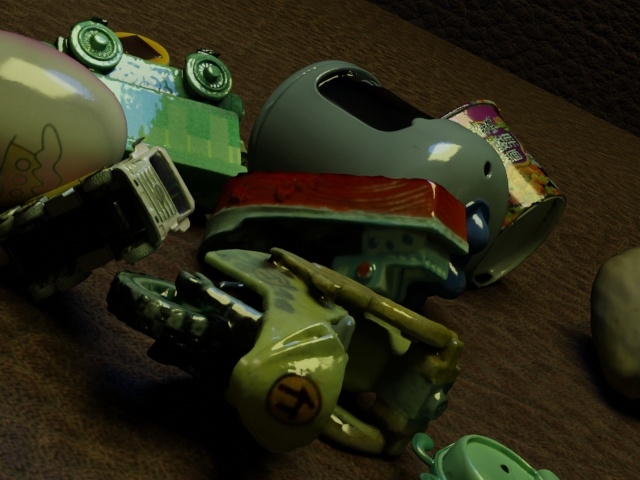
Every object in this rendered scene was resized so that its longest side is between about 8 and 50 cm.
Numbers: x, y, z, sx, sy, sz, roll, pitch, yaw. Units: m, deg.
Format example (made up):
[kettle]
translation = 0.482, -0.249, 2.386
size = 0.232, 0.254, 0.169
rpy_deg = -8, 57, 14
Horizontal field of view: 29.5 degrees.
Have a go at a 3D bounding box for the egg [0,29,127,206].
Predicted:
[egg]
translation = -0.347, -0.126, 1.306
size = 0.271, 0.196, 0.196
rpy_deg = 23, 21, -3

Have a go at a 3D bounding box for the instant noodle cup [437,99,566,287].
[instant noodle cup]
translation = 0.237, -0.059, 1.832
size = 0.190, 0.251, 0.251
rpy_deg = 47, 27, 23

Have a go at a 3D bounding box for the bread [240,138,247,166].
[bread]
translation = -0.232, -0.160, 1.737
size = 0.207, 0.056, 0.286
rpy_deg = 35, 21, 16

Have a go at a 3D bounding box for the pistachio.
[pistachio]
translation = 0.478, 0.120, 1.733
size = 0.166, 0.197, 0.288
rpy_deg = 17, 34, -15

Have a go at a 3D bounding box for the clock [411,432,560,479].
[clock]
translation = 0.173, 0.256, 1.205
size = 0.188, 0.060, 0.148
rpy_deg = 29, 20, -19

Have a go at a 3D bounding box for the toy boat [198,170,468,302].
[toy boat]
translation = 0.000, 0.000, 1.420
size = 0.332, 0.133, 0.145
rpy_deg = 4, -12, 28

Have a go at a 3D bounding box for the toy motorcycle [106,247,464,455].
[toy motorcycle]
translation = -0.017, 0.105, 1.196
size = 0.237, 0.169, 0.410
rpy_deg = 36, 14, 31

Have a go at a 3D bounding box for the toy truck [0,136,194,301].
[toy truck]
translation = -0.228, -0.022, 1.202
size = 0.098, 0.227, 0.114
rpy_deg = 61, 38, -12

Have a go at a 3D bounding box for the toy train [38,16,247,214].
[toy train]
translation = -0.231, -0.155, 1.533
size = 0.301, 0.120, 0.202
rpy_deg = 13, 60, -33

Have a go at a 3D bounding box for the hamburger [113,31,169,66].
[hamburger]
translation = -0.290, -0.264, 1.871
size = 0.126, 0.081, 0.141
rpy_deg = 31, 33, 15

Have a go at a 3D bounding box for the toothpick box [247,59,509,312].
[toothpick box]
translation = 0.088, -0.061, 1.610
size = 0.263, 0.263, 0.354
rpy_deg = 5, 22, -45
